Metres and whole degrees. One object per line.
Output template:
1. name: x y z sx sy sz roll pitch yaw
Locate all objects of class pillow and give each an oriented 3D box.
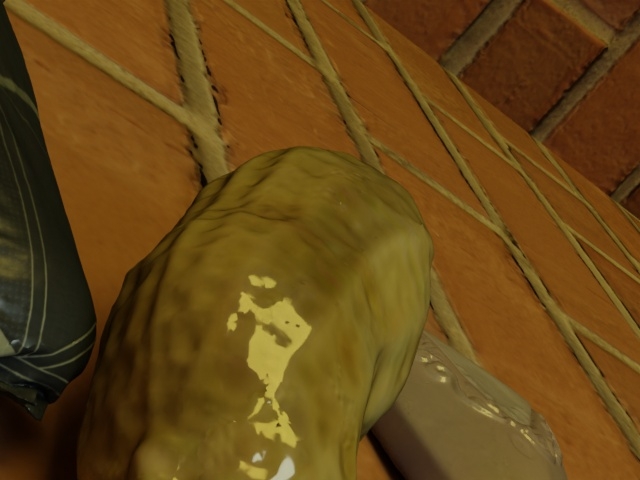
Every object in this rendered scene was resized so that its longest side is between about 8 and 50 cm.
1. pillow: -0.194 -0.069 0.532 0.161 0.093 0.335 26 34 -50

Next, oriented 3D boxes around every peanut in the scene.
1. peanut: -0.023 0.051 0.549 0.147 0.147 0.305 40 23 -4

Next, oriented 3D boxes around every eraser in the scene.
1. eraser: 0.107 0.137 0.789 0.204 0.059 0.243 36 13 -18

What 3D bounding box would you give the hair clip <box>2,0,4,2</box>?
1. hair clip: -0.248 -0.151 0.657 0.123 0.102 0.138 40 17 1
